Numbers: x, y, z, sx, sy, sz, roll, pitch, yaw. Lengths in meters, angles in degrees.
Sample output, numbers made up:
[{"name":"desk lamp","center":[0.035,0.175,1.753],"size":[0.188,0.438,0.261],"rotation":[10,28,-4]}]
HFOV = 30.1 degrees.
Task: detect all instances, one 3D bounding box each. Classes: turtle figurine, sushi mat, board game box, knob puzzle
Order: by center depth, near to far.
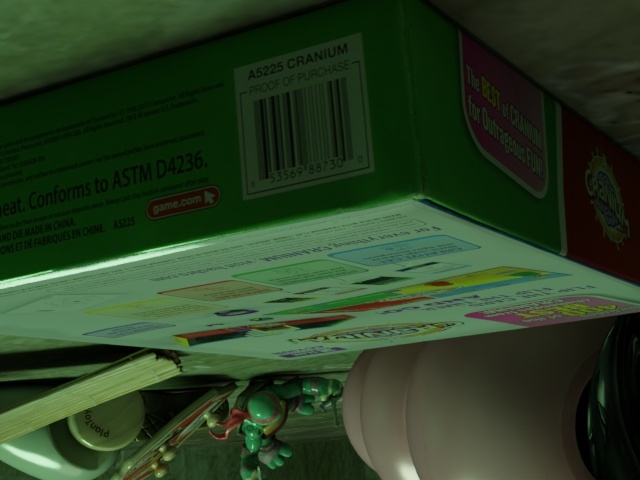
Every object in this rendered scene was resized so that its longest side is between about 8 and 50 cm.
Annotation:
[{"name":"board game box","center":[0.000,0.000,0.516],"size":[0.242,0.064,0.316],"rotation":[-11,167,28]},{"name":"sushi mat","center":[-0.282,0.168,1.109],"size":[0.316,0.019,0.151],"rotation":[-22,167,0]},{"name":"knob puzzle","center":[-0.182,0.250,1.414],"size":[0.213,0.030,0.213],"rotation":[-42,171,-8]},{"name":"turtle figurine","center":[-0.052,0.222,1.471],"size":[0.175,0.118,0.234],"rotation":[-45,172,-7]}]

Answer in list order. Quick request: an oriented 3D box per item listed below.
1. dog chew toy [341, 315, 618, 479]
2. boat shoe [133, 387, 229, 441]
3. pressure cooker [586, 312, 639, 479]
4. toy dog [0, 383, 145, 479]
[{"name":"dog chew toy","center":[0.124,0.130,0.894],"size":[0.206,0.207,0.332],"rotation":[1,175,-26]},{"name":"boat shoe","center":[-0.210,0.228,1.539],"size":[0.178,0.064,0.060],"rotation":[-3,167,-18]},{"name":"pressure cooker","center":[0.353,0.144,0.590],"size":[0.420,0.375,0.370],"rotation":[-2,171,-14]},{"name":"toy dog","center":[-0.352,0.238,1.292],"size":[0.333,0.161,0.220],"rotation":[-5,168,-1]}]
